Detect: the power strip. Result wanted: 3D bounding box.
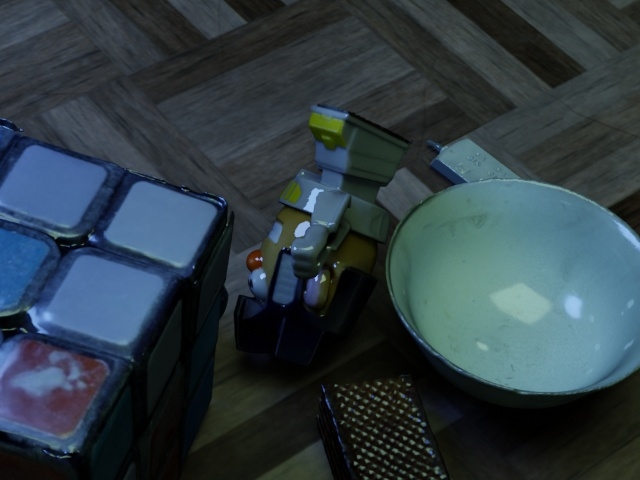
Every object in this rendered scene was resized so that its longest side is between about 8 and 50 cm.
[{"bbox_3d":[0.225,-0.060,1.980,0.060,0.027,0.252,-33,59,-31],"label":"power strip"}]

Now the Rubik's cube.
[{"bbox_3d":[-0.311,0.134,1.524,0.362,0.363,0.359,16,46,6],"label":"Rubik's cube"}]

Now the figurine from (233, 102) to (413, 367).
[{"bbox_3d":[0.002,0.000,1.738,0.143,0.308,0.308,15,48,19],"label":"figurine"}]

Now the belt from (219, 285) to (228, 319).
[{"bbox_3d":[-0.174,0.048,1.729,0.082,0.190,0.141,-38,84,-32],"label":"belt"}]

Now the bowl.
[{"bbox_3d":[0.216,0.088,1.767,0.313,0.146,0.313,4,48,-5],"label":"bowl"}]

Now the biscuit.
[{"bbox_3d":[0.074,0.250,1.654,0.106,0.070,0.252,-7,49,-14],"label":"biscuit"}]
